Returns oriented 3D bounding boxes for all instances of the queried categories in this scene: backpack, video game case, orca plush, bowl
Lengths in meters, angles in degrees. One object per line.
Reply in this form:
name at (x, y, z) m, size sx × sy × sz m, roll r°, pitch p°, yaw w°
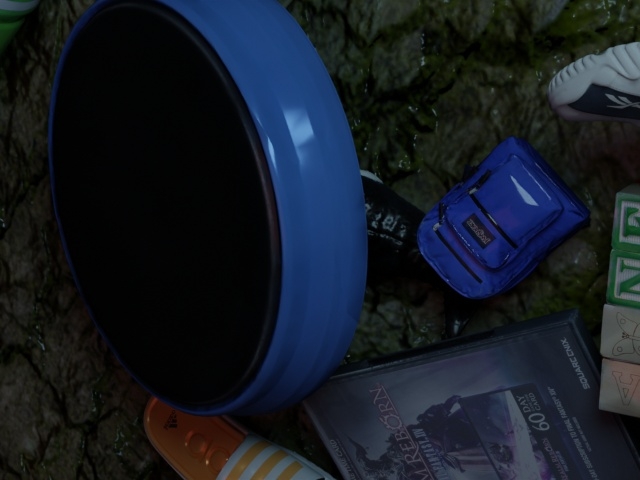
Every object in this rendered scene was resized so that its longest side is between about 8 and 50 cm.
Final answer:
backpack at (0.135, -0.014, 1.024) m, size 0.120 × 0.101 × 0.098 m, roll -42°, pitch 75°, yaw 17°
video game case at (0.132, 0.172, 1.104) m, size 0.274 × 0.026 × 0.196 m, roll -18°, pitch 110°, yaw 32°
orca plush at (0.000, 0.000, 1.111) m, size 0.287 × 0.102 × 0.151 m, roll 37°, pitch 119°, yaw 15°
bowl at (-0.114, -0.034, 1.101) m, size 0.391 × 0.077 × 0.391 m, roll 22°, pitch 119°, yaw 47°

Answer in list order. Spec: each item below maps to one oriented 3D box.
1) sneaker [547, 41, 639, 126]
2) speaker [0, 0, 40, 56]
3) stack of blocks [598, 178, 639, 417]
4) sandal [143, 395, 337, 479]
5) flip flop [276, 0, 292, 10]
sneaker at (0.268, -0.059, 0.840) m, size 0.235 × 0.094 × 0.153 m, roll -6°, pitch 92°, yaw 21°
speaker at (-0.381, -0.186, 1.262) m, size 0.131 × 0.131 × 0.296 m, roll 49°, pitch 121°, yaw 9°
stack of blocks at (0.307, -0.009, 0.941) m, size 0.171 × 0.087 × 0.297 m, roll 10°, pitch 109°, yaw 27°
sandal at (-0.088, 0.222, 1.209) m, size 0.265 × 0.076 × 0.102 m, roll 29°, pitch 96°, yaw 31°
flip flop at (-0.052, -0.254, 1.069) m, size 0.112 × 0.080 × 0.277 m, roll 34°, pitch 120°, yaw 3°
